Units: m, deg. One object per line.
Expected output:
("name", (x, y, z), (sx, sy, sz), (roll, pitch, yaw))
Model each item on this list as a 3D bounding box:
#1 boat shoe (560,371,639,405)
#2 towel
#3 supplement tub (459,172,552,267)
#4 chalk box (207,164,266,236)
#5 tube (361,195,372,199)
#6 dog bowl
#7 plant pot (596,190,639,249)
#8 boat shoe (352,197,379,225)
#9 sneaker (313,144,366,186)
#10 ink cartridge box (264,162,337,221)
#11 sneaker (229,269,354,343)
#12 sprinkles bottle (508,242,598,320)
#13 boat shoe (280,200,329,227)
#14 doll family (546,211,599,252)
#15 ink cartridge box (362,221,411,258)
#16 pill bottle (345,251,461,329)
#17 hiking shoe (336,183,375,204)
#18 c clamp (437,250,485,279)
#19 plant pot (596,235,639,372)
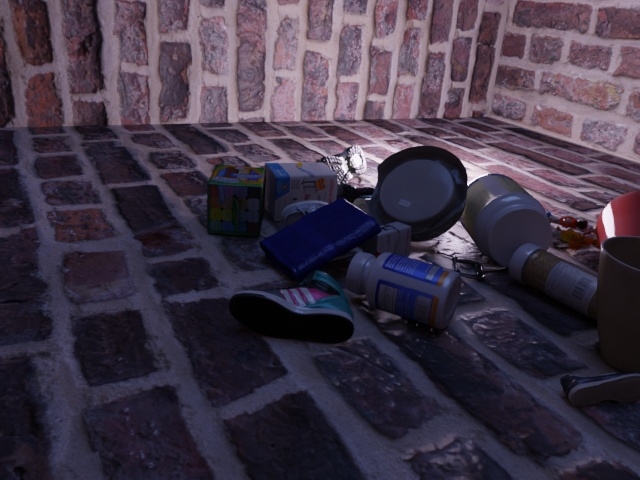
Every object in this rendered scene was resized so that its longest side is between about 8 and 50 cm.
("boat shoe", (0.613, 0.302, 1.264), (0.205, 0.075, 0.065), (-5, 27, -10))
("towel", (0.000, 0.000, 1.747), (0.308, 0.076, 0.227), (-30, 39, -18))
("supplement tub", (0.595, -0.067, 1.931), (0.235, 0.236, 0.325), (3, 23, -4))
("chalk box", (-0.280, -0.125, 1.962), (0.179, 0.180, 0.289), (4, 21, -3))
("tube", (0.249, -0.144, 2.208), (0.207, 0.052, 0.080), (9, -4, -39))
("dog bowl", (0.328, -0.150, 1.989), (0.348, 0.102, 0.349), (-11, 57, 17))
("plant pot", (0.981, 0.021, 1.801), (0.274, 0.275, 0.243), (13, 34, 19))
("boat shoe", (0.226, -0.091, 2.118), (0.233, 0.084, 0.079), (26, 7, 34))
("sneaker", (0.034, -0.279, 2.518), (0.182, 0.158, 0.410), (-17, 7, 39))
("ink cartridge box", (-0.075, -0.180, 2.143), (0.232, 0.171, 0.168), (-4, 24, -20))
("sneaker", (-0.061, 0.142, 1.434), (0.295, 0.124, 0.178), (13, 28, -2))
("sprinkles bottle", (0.698, 0.125, 1.643), (0.121, 0.121, 0.355), (-10, 28, -32))
("boat shoe", (0.028, -0.051, 1.937), (0.320, 0.118, 0.103), (12, 22, -5))
("doll family", (0.897, -0.016, 2.070), (0.163, 0.119, 0.262), (18, 7, 42))
("ink cartridge box", (0.205, 0.011, 1.825), (0.150, 0.109, 0.063), (-14, 26, -38))
("pill bottle", (0.209, 0.117, 1.521), (0.271, 0.153, 0.152), (17, 25, 26))
("hiking shoe", (0.146, -0.166, 2.261), (0.226, 0.086, 0.114), (15, -4, -19))
("c clamp", (0.436, 0.082, 1.826), (0.137, 0.022, 0.161), (10, 21, -1))
("plant pot", (0.750, 0.164, 1.362), (0.256, 0.274, 0.256), (4, 22, -2))
